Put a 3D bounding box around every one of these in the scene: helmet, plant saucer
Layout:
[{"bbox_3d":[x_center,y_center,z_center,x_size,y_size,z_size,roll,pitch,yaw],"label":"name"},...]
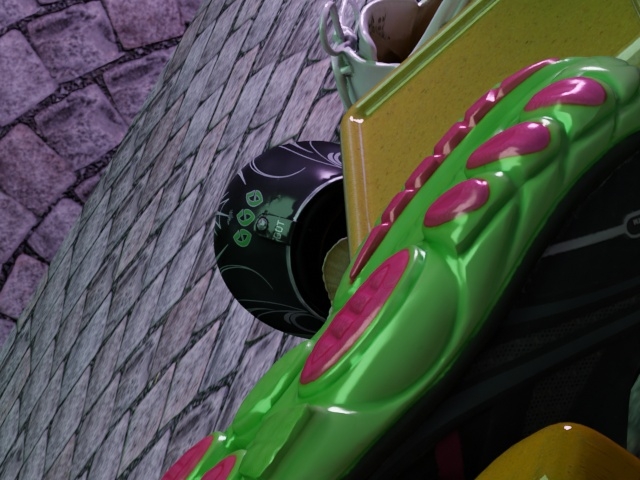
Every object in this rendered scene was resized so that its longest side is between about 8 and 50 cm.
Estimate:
[{"bbox_3d":[0.000,0.000,1.496,0.169,0.169,0.161,-64,26,-6],"label":"helmet"},{"bbox_3d":[0.126,-0.080,1.212,0.332,0.081,0.333,-40,22,17],"label":"plant saucer"}]

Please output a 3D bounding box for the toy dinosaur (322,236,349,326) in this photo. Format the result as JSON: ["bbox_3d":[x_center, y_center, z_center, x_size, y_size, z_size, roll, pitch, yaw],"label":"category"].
[{"bbox_3d":[0.038,0.043,1.409,0.183,0.092,0.053,-59,10,-6],"label":"toy dinosaur"}]

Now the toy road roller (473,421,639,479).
[{"bbox_3d":[0.071,0.228,0.806,0.329,0.202,0.241,-37,21,48],"label":"toy road roller"}]

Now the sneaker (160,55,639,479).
[{"bbox_3d":[0.047,0.136,0.951,0.483,0.202,0.185,-50,13,1],"label":"sneaker"}]

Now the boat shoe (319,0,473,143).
[{"bbox_3d":[0.064,-0.147,1.535,0.367,0.156,0.136,-46,22,44],"label":"boat shoe"}]

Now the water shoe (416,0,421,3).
[{"bbox_3d":[0.091,-0.183,1.671,0.203,0.073,0.080,-64,18,-4],"label":"water shoe"}]
